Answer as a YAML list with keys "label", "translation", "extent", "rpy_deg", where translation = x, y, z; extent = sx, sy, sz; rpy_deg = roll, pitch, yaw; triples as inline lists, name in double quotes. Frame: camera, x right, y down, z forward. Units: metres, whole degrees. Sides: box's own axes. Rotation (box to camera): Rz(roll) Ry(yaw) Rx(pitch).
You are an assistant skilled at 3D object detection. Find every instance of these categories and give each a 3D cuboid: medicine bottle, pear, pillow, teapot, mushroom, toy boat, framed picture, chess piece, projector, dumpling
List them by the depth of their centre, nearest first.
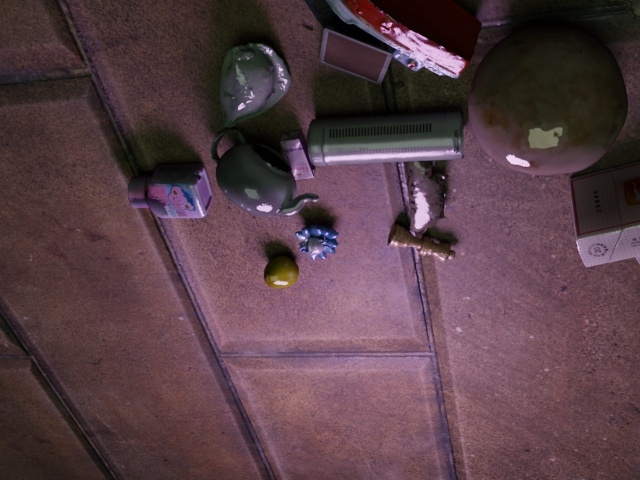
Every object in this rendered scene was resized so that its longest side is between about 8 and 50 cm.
- label: "toy boat"
  translation: [0.139, -0.429, 1.464]
  extent: [0.331, 0.145, 0.133]
  rpy_deg: [28, 156, -16]
- label: "mushroom"
  translation: [0.433, -0.258, 1.488]
  extent: [0.297, 0.298, 0.290]
  rpy_deg: [0, 169, 13]
- label: "framed picture"
  translation: [0.068, -0.369, 1.535]
  extent: [0.142, 0.011, 0.183]
  rpy_deg: [21, 172, 0]
- label: "dumpling"
  translation: [-0.147, -0.325, 1.638]
  extent: [0.149, 0.105, 0.217]
  rpy_deg: [19, 133, -5]
- label: "projector"
  translation: [0.143, -0.221, 1.666]
  extent: [0.337, 0.108, 0.108]
  rpy_deg: [-1, 132, 14]
- label: "teapot"
  translation: [-0.141, -0.145, 1.749]
  extent: [0.294, 0.193, 0.129]
  rpy_deg: [44, 112, 17]
- label: "pillow"
  translation: [0.251, -0.106, 1.786]
  extent: [0.093, 0.051, 0.241]
  rpy_deg: [5, 132, 15]
- label: "medicine bottle"
  translation: [-0.372, -0.121, 1.882]
  extent: [0.188, 0.094, 0.119]
  rpy_deg: [0, 133, 13]
- label: "chess piece"
  translation: [0.253, 0.011, 1.891]
  extent: [0.172, 0.060, 0.060]
  rpy_deg: [19, 133, -6]
- label: "pear"
  translation: [-0.106, 0.083, 2.015]
  extent: [0.092, 0.097, 0.092]
  rpy_deg: [19, 122, 34]

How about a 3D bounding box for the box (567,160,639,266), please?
- label: "box"
  translation: [0.701, -0.076, 1.602]
  extent: [0.330, 0.210, 0.095]
  rpy_deg: [-15, 127, 25]

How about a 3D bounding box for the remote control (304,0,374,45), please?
- label: "remote control"
  translation: [0.025, -0.453, 1.524]
  extent: [0.072, 0.042, 0.222]
  rpy_deg: [-23, 124, 34]

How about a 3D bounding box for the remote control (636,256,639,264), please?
- label: "remote control"
  translation: [0.812, 0.063, 1.823]
  extent: [0.078, 0.042, 0.221]
  rpy_deg: [-24, 124, 29]

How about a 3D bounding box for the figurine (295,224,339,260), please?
- label: "figurine"
  translation: [0.000, 0.000, 1.920]
  extent: [0.114, 0.079, 0.114]
  rpy_deg: [8, 128, 11]

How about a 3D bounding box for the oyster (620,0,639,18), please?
- label: "oyster"
  translation: [0.524, -0.485, 1.341]
  extent: [0.341, 0.110, 0.166]
  rpy_deg: [9, 139, 1]

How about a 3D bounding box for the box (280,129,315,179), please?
- label: "box"
  translation: [-0.051, -0.197, 1.780]
  extent: [0.050, 0.036, 0.117]
  rpy_deg: [-7, 130, 20]
